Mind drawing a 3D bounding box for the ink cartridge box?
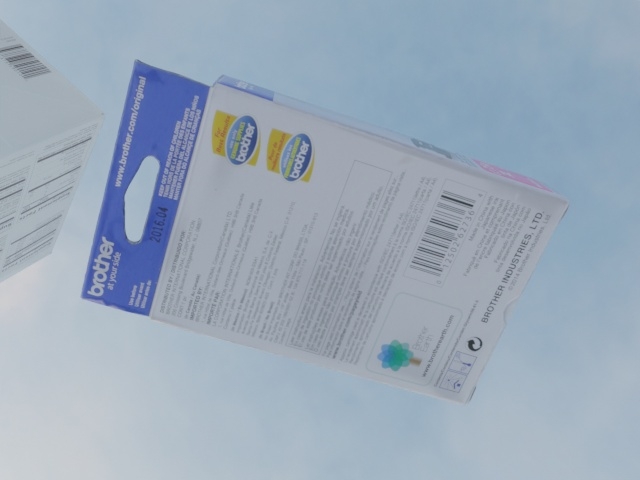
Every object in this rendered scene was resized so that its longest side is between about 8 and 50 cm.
[{"bbox_3d":[0.000,0.000,0.447,0.311,0.065,0.185,16,-69,-11],"label":"ink cartridge box"}]

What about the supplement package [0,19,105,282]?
[{"bbox_3d":[-0.411,-0.082,0.658,0.199,0.198,0.262,42,-52,2],"label":"supplement package"}]
